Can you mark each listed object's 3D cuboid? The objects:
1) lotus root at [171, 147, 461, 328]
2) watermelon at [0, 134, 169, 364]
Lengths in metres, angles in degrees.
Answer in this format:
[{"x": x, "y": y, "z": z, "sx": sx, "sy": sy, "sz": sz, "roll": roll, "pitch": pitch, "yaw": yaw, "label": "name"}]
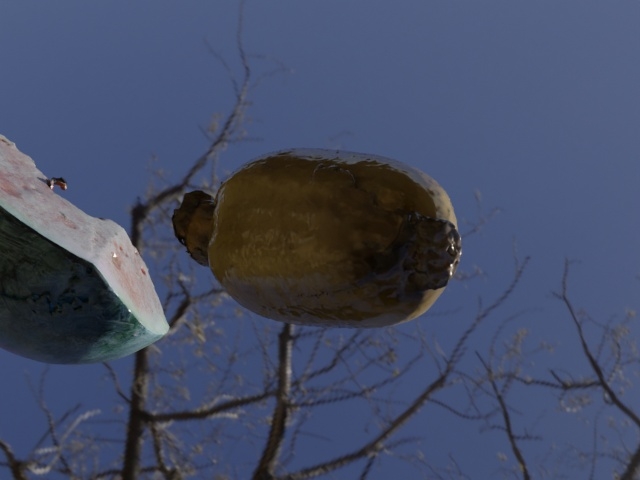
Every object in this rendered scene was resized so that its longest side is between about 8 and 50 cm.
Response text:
[{"x": 0.002, "y": -0.002, "z": 0.792, "sx": 0.303, "sy": 0.131, "sz": 0.146, "roll": 4, "pitch": -101, "yaw": 48, "label": "lotus root"}, {"x": -0.299, "y": 0.026, "z": 0.905, "sx": 0.175, "sy": 0.322, "sz": 0.188, "roll": -51, "pitch": -175, "yaw": 10, "label": "watermelon"}]
